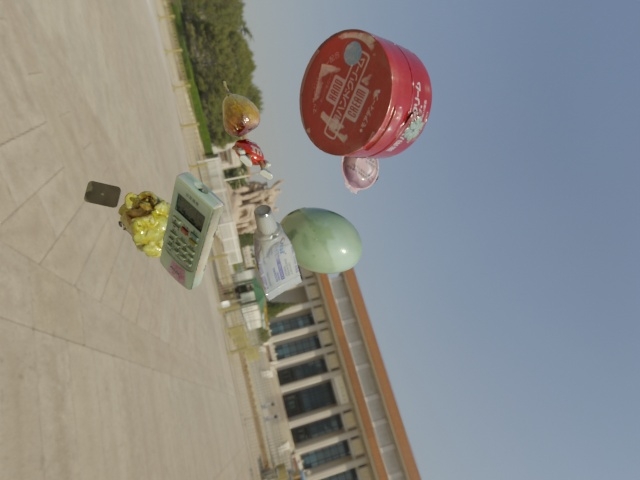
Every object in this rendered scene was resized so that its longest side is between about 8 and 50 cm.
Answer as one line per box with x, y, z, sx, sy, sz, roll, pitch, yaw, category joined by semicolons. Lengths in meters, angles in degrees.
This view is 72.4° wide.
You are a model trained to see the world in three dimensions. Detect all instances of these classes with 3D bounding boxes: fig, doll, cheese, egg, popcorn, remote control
-0.350;-0.555;1.800;0.159;0.159;0.257;110;-44;-70;fig
-0.269;-0.336;1.730;0.085;0.183;0.217;-50;-143;15;doll
0.168;-0.318;1.680;0.074;0.188;0.286;7;-107;56;cheese
0.000;0.000;1.390;0.203;0.282;0.203;-158;-90;-79;egg
-0.669;-0.068;1.735;0.286;0.215;0.252;48;-1;15;popcorn
-0.357;-0.013;1.185;0.145;0.050;0.344;39;-49;14;remote control

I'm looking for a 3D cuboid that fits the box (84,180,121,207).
-0.873;-0.183;1.757;0.031;0.126;0.091;158;-58;-75;box

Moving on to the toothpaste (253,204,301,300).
-0.119;0.033;1.111;0.069;0.099;0.283;-95;175;-51;toothpaste

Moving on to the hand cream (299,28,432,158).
0.084;-0.266;0.827;0.230;0.149;0.230;7;-80;40;hand cream
